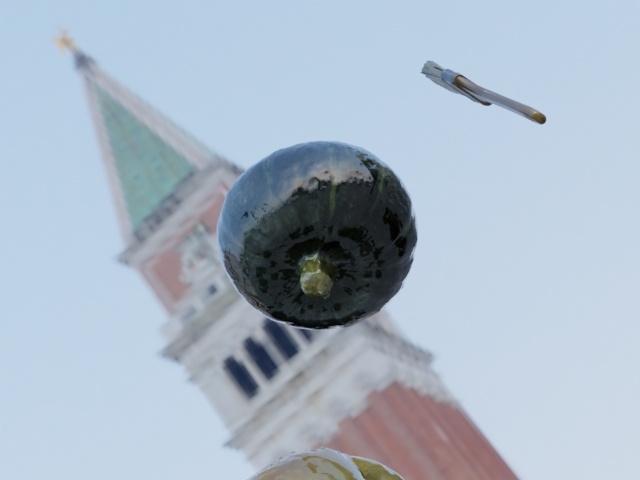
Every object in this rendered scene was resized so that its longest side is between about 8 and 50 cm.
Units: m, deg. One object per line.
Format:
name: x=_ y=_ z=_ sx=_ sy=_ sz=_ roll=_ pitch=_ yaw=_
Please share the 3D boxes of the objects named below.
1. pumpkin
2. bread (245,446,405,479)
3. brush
pumpkin: x=0.000 y=-0.002 z=1.309 sx=0.167 sy=0.125 sz=0.167 roll=-9 pitch=-64 yaw=-18
bread: x=-0.059 y=0.381 z=1.550 sx=0.250 sy=0.361 sz=0.394 roll=16 pitch=-38 yaw=-8
brush: x=0.131 y=-0.113 z=1.247 sx=0.043 sy=0.170 sz=0.014 roll=29 pitch=-86 yaw=-28
